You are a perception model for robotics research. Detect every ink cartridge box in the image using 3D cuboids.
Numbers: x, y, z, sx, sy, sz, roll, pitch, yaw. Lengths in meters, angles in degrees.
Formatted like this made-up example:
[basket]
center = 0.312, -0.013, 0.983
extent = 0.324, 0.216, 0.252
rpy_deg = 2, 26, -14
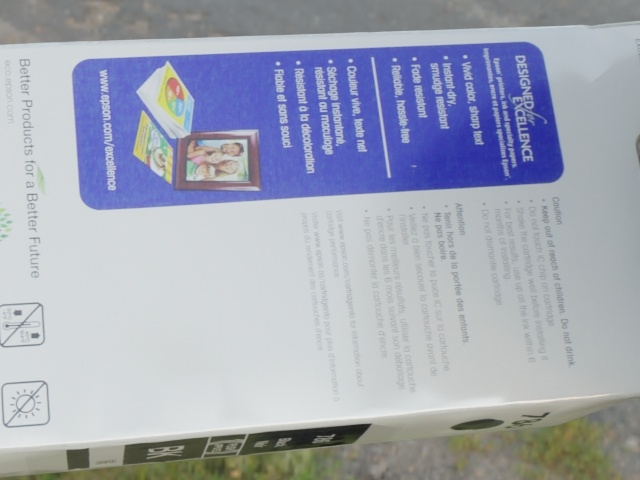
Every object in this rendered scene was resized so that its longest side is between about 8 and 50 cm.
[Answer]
[ink cartridge box]
center = 0.000, 0.000, 0.575
extent = 0.332, 0.065, 0.165
rpy_deg = -3, 71, -9
